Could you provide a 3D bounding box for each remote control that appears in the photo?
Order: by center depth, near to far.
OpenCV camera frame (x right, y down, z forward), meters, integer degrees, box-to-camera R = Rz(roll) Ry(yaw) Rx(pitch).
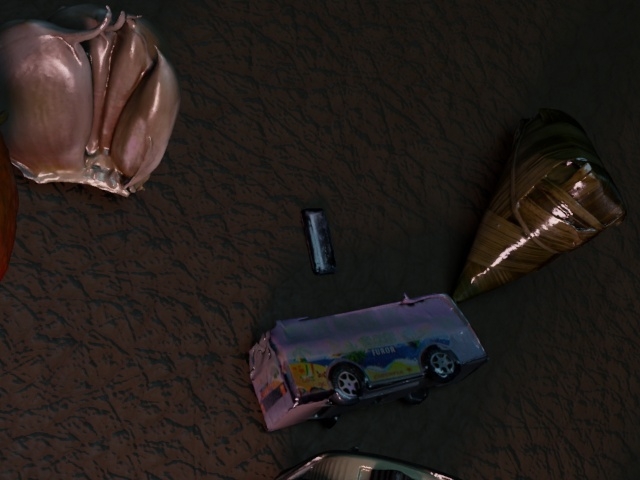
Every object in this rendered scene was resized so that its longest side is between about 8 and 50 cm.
[{"bbox_3d":[0.000,0.000,1.870,0.039,0.014,0.096,-5,76,-31],"label":"remote control"}]

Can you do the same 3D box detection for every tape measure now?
[{"bbox_3d":[0.072,0.327,1.641,0.231,0.271,0.133,27,61,-21],"label":"tape measure"}]

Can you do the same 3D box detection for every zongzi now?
[{"bbox_3d":[0.289,-0.047,2.005,0.134,0.288,0.286,42,19,-20],"label":"zongzi"}]

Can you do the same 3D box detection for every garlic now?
[{"bbox_3d":[-0.291,-0.177,1.639,0.237,0.292,0.210,28,43,28],"label":"garlic"}]

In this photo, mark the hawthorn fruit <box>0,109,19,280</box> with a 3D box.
[{"bbox_3d":[-0.446,-0.055,1.488,0.287,0.287,0.330,45,47,-9],"label":"hawthorn fruit"}]

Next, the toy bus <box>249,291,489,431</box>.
[{"bbox_3d":[0.063,0.157,1.801,0.317,0.112,0.138,-10,68,-33],"label":"toy bus"}]
